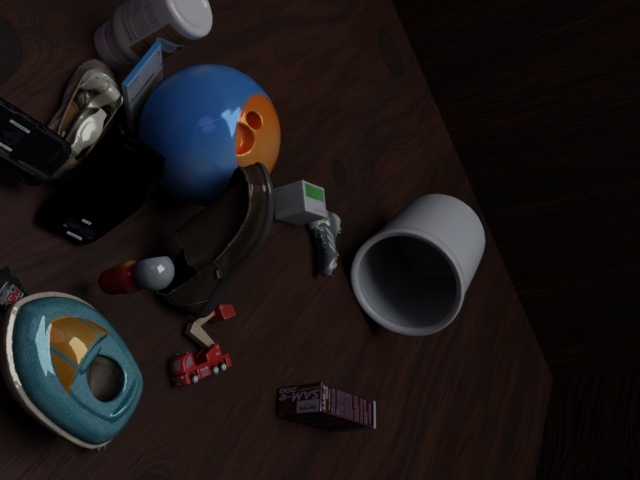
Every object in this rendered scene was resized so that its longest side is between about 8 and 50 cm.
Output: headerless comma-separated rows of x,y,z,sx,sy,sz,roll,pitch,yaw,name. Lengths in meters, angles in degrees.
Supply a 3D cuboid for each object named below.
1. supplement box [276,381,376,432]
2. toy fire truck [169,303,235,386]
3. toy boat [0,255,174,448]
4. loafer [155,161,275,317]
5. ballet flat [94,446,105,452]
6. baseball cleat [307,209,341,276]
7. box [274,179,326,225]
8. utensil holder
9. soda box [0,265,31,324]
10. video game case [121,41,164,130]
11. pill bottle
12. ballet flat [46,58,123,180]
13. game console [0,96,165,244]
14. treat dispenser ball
0.018,0.403,1.649,0.239,0.130,0.073,32,51,-48,supplement box
-0.241,0.212,1.416,0.192,0.047,0.135,-13,86,-57,toy fire truck
-0.346,0.143,1.079,0.267,0.148,0.318,56,37,-32,toy boat
-0.208,0.006,1.316,0.130,0.366,0.134,13,30,-35,loafer
-0.389,0.254,1.169,0.067,0.073,0.206,11,61,-25,ballet flat
0.000,0.000,1.879,0.109,0.072,0.205,33,44,-28,baseball cleat
-0.054,-0.096,1.790,0.101,0.102,0.087,16,65,-55,box
0.310,0.059,2.082,0.385,0.328,0.327,-41,111,-59,utensil holder
-0.474,0.126,1.084,0.169,0.060,0.053,61,34,-21,soda box
-0.350,-0.303,1.368,0.015,0.166,0.119,29,67,1,video game case
-0.341,-0.428,1.380,0.131,0.229,0.131,31,51,-48,pill bottle
-0.427,-0.237,1.279,0.107,0.106,0.316,45,42,-38,ballet flat
-0.439,-0.138,1.134,0.361,0.213,0.044,37,9,-45,game console
-0.224,-0.214,1.408,0.288,0.288,0.288,30,52,-48,treat dispenser ball
